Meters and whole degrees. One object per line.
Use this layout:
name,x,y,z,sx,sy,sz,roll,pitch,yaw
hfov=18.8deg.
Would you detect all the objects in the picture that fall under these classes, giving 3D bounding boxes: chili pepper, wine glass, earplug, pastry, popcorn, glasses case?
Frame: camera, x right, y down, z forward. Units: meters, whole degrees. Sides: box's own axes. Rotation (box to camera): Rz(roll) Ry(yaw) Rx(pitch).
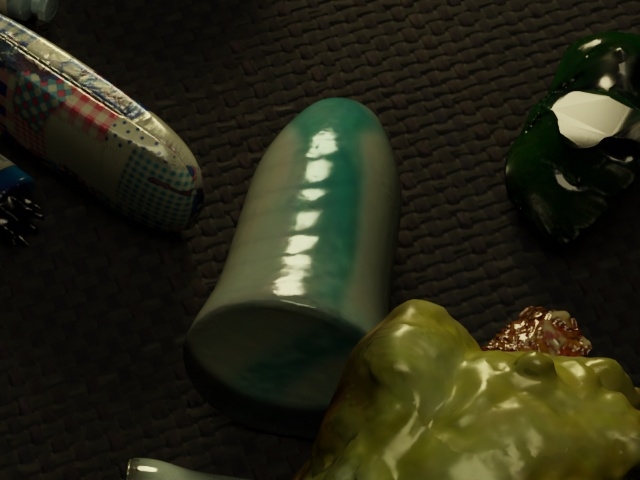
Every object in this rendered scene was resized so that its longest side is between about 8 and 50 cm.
chili pepper,0.268,-0.117,1.869,0.148,0.116,0.264,26,57,18
wine glass,-0.087,0.223,1.635,0.155,0.072,0.072,5,55,-1
earplug,0.000,0.000,1.753,0.185,0.185,0.324,10,47,4
pastry,0.171,0.130,1.726,0.087,0.063,0.169,39,56,12
popcorn,0.126,0.210,1.528,0.312,0.312,0.312,2,55,-2
glasses case,-0.243,-0.118,1.835,0.327,0.125,0.076,33,60,19

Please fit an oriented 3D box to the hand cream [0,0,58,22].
hand cream,-0.350,-0.262,1.981,0.170,0.043,0.065,20,56,13

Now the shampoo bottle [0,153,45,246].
shampoo bottle,-0.341,-0.059,1.833,0.183,0.050,0.087,34,57,20
